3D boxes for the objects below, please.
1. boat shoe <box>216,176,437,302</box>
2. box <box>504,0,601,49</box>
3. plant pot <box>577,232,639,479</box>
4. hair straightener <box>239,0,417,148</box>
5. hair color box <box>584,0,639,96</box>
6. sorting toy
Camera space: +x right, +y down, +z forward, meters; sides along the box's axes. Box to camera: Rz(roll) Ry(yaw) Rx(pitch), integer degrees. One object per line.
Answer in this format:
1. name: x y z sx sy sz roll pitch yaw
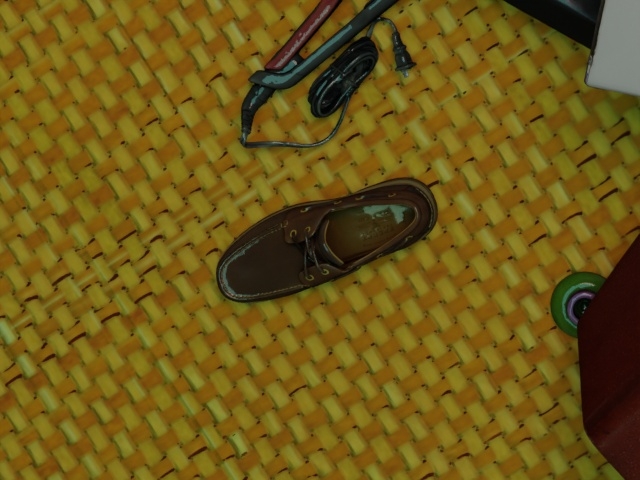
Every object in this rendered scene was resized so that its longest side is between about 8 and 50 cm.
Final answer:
1. boat shoe: 0.000 0.000 1.428 0.178 0.060 0.064 -21 93 9
2. box: 0.180 -0.250 1.334 0.261 0.103 0.184 30 86 -1
3. plant pot: 0.319 0.085 1.284 0.235 0.267 0.267 -38 104 19
4. hair straightener: 0.028 -0.147 1.412 0.089 0.047 0.230 43 94 1
5. hair color box: 0.350 -0.157 1.174 0.338 0.110 0.185 14 116 10
6. sorting toy: 0.215 0.067 1.416 0.061 0.042 0.102 -38 90 10
